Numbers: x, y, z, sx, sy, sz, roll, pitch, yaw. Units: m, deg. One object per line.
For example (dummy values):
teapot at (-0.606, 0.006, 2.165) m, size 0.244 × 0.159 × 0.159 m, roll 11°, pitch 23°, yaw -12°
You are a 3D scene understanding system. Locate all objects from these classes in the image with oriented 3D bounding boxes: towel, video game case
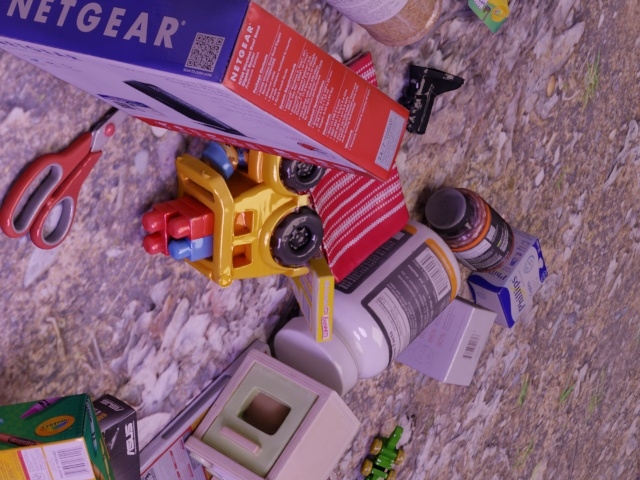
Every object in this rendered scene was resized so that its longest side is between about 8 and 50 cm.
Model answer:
towel at (0.039, -0.099, 1.887) m, size 0.199 × 0.031 × 0.274 m, roll -38°, pitch 125°, yaw -38°
video game case at (-0.156, 0.300, 1.928) m, size 0.285 × 0.025 × 0.204 m, roll -43°, pitch 141°, yaw -31°

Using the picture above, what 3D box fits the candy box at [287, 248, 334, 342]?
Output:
candy box at (-0.022, 0.033, 1.799) m, size 0.027 × 0.206 × 0.105 m, roll -6°, pitch 125°, yaw -15°

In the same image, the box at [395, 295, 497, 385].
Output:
box at (0.171, 0.139, 2.160) m, size 0.091 × 0.170 × 0.130 m, roll 15°, pitch 98°, yaw -56°

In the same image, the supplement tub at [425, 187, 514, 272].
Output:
supplement tub at (0.239, -0.022, 2.216) m, size 0.106 × 0.106 × 0.198 m, roll -62°, pitch 148°, yaw -5°

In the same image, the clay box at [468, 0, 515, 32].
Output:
clay box at (0.274, -0.436, 2.041) m, size 0.127 × 0.053 × 0.222 m, roll 30°, pitch 87°, yaw -58°

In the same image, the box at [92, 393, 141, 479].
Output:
box at (-0.307, 0.332, 1.699) m, size 0.183 × 0.056 × 0.231 m, roll -32°, pitch 135°, yaw -42°

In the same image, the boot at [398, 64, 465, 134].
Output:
boot at (0.161, -0.208, 2.036) m, size 0.121 × 0.045 × 0.099 m, roll 2°, pitch 107°, yaw -48°

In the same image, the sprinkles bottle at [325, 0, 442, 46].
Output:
sprinkles bottle at (0.029, -0.350, 1.675) m, size 0.355 × 0.121 × 0.121 m, roll 24°, pitch 90°, yaw -58°

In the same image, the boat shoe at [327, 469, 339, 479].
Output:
boat shoe at (-0.053, 0.439, 2.061) m, size 0.130 × 0.132 × 0.355 m, roll -31°, pitch 139°, yaw -36°

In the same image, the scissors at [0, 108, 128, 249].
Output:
scissors at (-0.252, -0.117, 1.514) m, size 0.297 × 0.021 × 0.109 m, roll -57°, pitch 147°, yaw -12°

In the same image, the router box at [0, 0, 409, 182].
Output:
router box at (-0.127, -0.169, 1.357) m, size 0.301 × 0.335 × 0.082 m, roll 25°, pitch 82°, yaw -55°

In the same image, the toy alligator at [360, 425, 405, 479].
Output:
toy alligator at (0.095, 0.404, 2.343) m, size 0.051 × 0.056 × 0.189 m, roll -151°, pitch -96°, yaw -81°

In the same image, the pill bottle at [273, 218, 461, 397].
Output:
pill bottle at (0.069, 0.102, 1.999) m, size 0.278 × 0.162 × 0.162 m, roll -41°, pitch 141°, yaw -32°

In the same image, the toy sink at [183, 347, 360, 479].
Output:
toy sink at (-0.082, 0.292, 1.865) m, size 0.234 × 0.153 × 0.131 m, roll -55°, pitch 146°, yaw -15°

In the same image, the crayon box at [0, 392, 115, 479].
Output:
crayon box at (-0.313, 0.313, 1.539) m, size 0.081 × 0.165 × 0.278 m, roll -96°, pitch 177°, yaw -58°

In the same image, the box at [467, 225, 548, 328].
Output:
box at (0.340, 0.067, 2.453) m, size 0.137 × 0.072 × 0.126 m, roll -52°, pitch 145°, yaw -19°

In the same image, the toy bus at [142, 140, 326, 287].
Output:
toy bus at (-0.116, -0.056, 1.664) m, size 0.211 × 0.149 × 0.220 m, roll -13°, pitch 120°, yaw -33°
